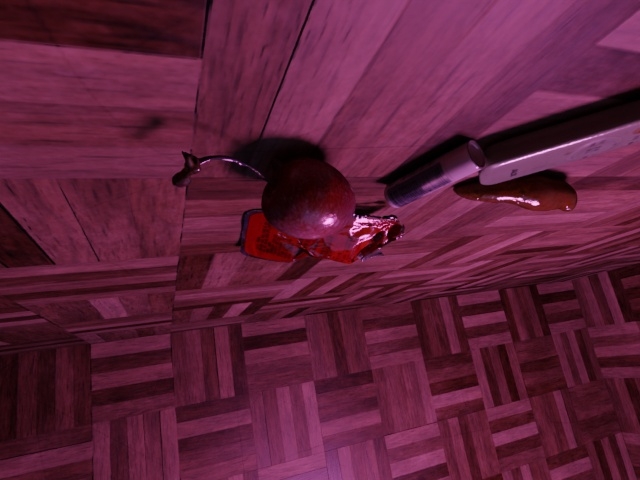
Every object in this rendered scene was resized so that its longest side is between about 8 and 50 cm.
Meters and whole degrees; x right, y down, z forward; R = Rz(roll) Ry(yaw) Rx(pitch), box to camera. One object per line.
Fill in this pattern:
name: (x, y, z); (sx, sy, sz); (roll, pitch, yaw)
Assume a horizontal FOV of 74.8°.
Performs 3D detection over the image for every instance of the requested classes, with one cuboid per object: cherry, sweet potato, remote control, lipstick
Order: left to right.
cherry: (-0.053, -0.054, 0.466); (0.225, 0.090, 0.107); (10, 170, -32)
lipstick: (0.146, -0.084, 0.558); (0.040, 0.040, 0.141); (4, 160, -41)
sweet potato: (0.343, -0.077, 0.681); (0.255, 0.058, 0.078); (1, -178, -22)
remote control: (0.351, -0.133, 0.513); (0.310, 0.038, 0.090); (-15, 164, 17)

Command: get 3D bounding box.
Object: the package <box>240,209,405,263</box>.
package: (0.000, 0.000, 0.724); (0.269, 0.071, 0.194); (-2, 149, -15)
